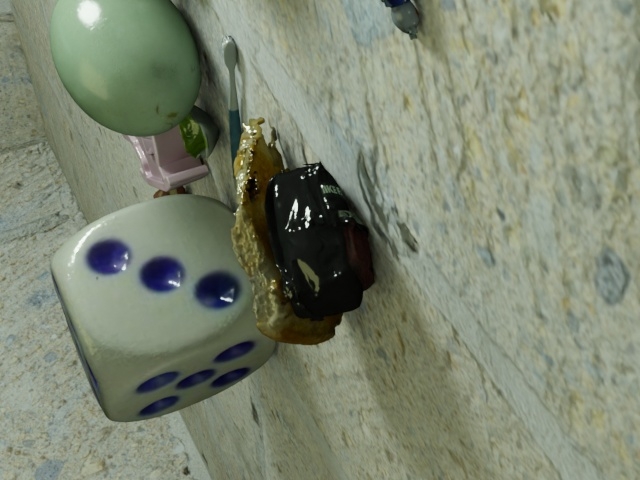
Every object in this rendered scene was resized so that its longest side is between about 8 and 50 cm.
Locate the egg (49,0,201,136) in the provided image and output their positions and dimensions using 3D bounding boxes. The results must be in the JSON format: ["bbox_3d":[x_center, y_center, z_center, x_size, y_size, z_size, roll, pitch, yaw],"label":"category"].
[{"bbox_3d":[-0.286,-0.274,1.408,0.282,0.203,0.203,52,156,27],"label":"egg"}]

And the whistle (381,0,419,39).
[{"bbox_3d":[0.061,-0.203,0.779,0.033,0.029,0.083,-117,4,-71],"label":"whistle"}]

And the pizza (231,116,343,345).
[{"bbox_3d":[-0.060,-0.012,1.165,0.189,0.071,0.297,-5,-100,-66],"label":"pizza"}]

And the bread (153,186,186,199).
[{"bbox_3d":[-0.282,-0.038,1.870,0.119,0.067,0.192,31,140,50],"label":"bread"}]

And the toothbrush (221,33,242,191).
[{"bbox_3d":[-0.121,-0.171,1.345,0.275,0.019,0.025,90,158,-48],"label":"toothbrush"}]

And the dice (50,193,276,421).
[{"bbox_3d":[-0.258,0.116,1.590,0.277,0.304,0.304,63,161,17],"label":"dice"}]

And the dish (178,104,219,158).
[{"bbox_3d":[-0.184,-0.172,1.494,0.137,0.039,0.091,38,139,56],"label":"dish"}]

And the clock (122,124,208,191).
[{"bbox_3d":[-0.304,-0.230,1.708,0.290,0.080,0.275,12,120,67],"label":"clock"}]

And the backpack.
[{"bbox_3d":[-0.001,-0.003,1.053,0.120,0.106,0.165,56,-157,-70],"label":"backpack"}]
